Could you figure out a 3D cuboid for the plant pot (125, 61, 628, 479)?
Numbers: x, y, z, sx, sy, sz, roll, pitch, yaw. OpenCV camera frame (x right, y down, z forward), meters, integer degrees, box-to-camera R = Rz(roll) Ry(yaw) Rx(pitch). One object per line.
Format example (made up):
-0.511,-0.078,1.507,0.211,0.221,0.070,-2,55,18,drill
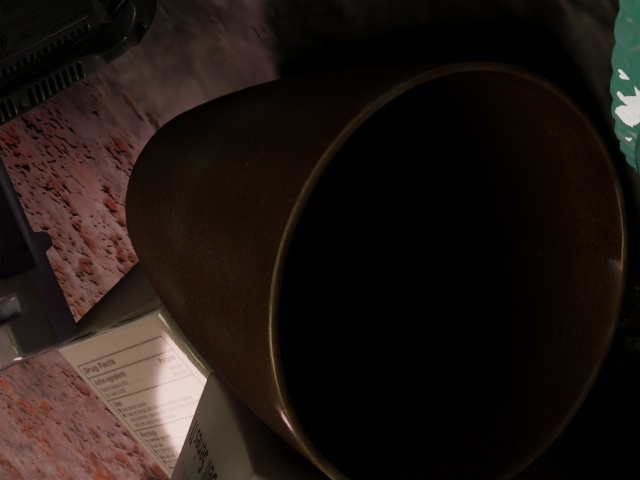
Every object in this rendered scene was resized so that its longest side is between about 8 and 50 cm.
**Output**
0.000,0.000,0.983,0.230,0.215,0.215,19,143,52,plant pot

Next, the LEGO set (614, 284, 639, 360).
0.178,0.040,0.988,0.054,0.023,0.083,52,160,-11,LEGO set

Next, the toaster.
-0.195,-0.146,1.017,0.146,0.227,0.129,36,151,44,toaster

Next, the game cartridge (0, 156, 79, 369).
-0.284,-0.075,1.228,0.230,0.068,0.355,-21,92,60,game cartridge

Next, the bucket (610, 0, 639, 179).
0.225,-0.085,0.569,0.183,0.281,0.281,29,146,27,bucket

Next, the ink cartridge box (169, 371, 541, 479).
0.029,0.174,1.003,0.353,0.119,0.207,19,-174,-13,ink cartridge box

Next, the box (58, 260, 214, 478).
-0.001,0.132,1.190,0.311,0.121,0.148,52,148,-13,box
